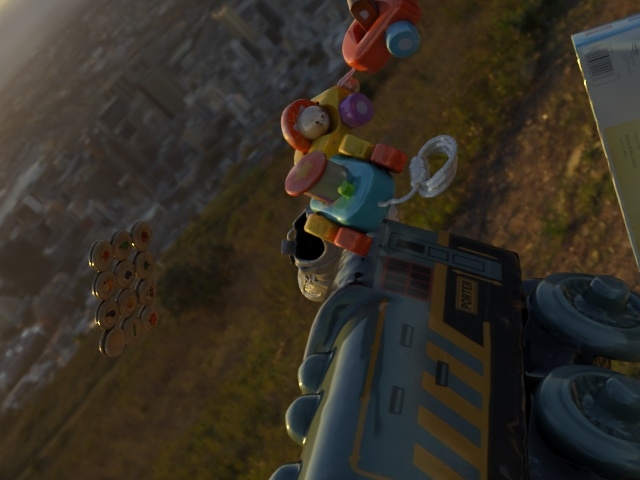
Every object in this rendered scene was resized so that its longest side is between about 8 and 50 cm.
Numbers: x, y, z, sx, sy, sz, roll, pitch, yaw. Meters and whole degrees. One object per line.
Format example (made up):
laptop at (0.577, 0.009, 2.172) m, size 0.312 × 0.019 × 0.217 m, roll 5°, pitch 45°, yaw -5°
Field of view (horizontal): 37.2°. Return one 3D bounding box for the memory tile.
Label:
memory tile at (-0.235, 0.058, 1.151) m, size 0.012 × 0.148 × 0.113 m, roll 7°, pitch 20°, yaw 27°

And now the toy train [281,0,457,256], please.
toy train at (0.018, -0.074, 0.514) m, size 0.125 × 0.046 × 0.166 m, roll -46°, pitch 34°, yaw 35°

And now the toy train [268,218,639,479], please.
toy train at (0.074, 0.109, 0.475) m, size 0.334 × 0.190 × 0.142 m, roll -71°, pitch -5°, yaw -60°

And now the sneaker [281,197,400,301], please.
sneaker at (0.000, 0.000, 1.162) m, size 0.115 × 0.105 × 0.281 m, roll -11°, pitch -23°, yaw -18°

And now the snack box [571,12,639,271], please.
snack box at (0.445, -0.128, 1.171) m, size 0.187 × 0.322 × 0.060 m, roll -16°, pitch 24°, yaw 17°
